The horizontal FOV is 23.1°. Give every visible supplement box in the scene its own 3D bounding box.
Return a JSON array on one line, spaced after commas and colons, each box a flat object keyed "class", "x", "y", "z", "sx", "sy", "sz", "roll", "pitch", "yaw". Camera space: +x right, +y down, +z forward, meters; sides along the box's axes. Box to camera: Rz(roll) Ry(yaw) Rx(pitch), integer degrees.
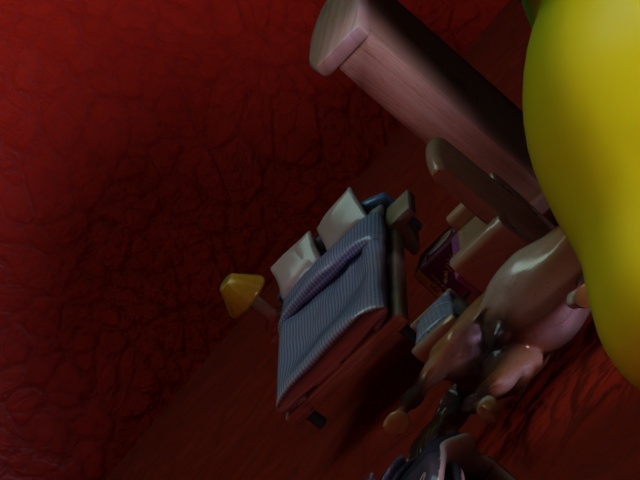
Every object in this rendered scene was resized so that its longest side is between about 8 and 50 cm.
[{"class": "supplement box", "x": 0.121, "y": 0.008, "z": 1.278, "sx": 0.083, "sy": 0.043, "sz": 0.055, "roll": -45, "pitch": 5, "yaw": 19}]

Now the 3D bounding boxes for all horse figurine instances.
[{"class": "horse figurine", "x": 0.121, "y": 0.041, "z": 0.875, "sx": 0.263, "sy": 0.066, "sz": 0.174, "roll": -51, "pitch": -7, "yaw": 16}]

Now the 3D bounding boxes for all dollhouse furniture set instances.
[{"class": "dollhouse furniture set", "x": 0.000, "y": 0.000, "z": 1.173, "sx": 0.303, "sy": 0.198, "sz": 0.286, "roll": -45, "pitch": 17, "yaw": 22}]

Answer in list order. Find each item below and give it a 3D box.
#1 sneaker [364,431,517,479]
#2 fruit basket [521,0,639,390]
[{"class": "sneaker", "x": 0.016, "y": 0.176, "z": 0.654, "sx": 0.163, "sy": 0.086, "sz": 0.226, "roll": -46, "pitch": 4, "yaw": 45}, {"class": "fruit basket", "x": 0.180, "y": -0.115, "z": 0.591, "sx": 0.283, "sy": 0.392, "sz": 0.392, "roll": -30, "pitch": 7, "yaw": 5}]
